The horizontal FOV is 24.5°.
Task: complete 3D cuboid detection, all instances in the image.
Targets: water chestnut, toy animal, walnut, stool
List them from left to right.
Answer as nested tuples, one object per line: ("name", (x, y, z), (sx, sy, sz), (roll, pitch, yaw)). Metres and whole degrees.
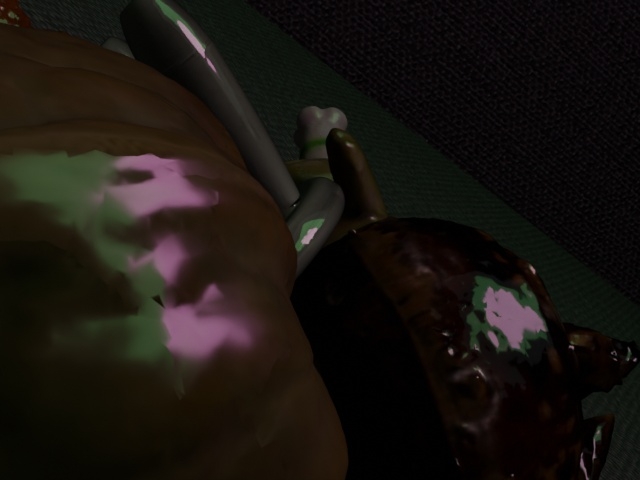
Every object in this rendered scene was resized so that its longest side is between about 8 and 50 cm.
("walnut", (-0.130, 0.059, 0.517), (0.285, 0.285, 0.296), (18, 47, -62))
("stool", (-0.114, -0.029, 0.974), (0.199, 0.195, 0.195), (47, -17, -11))
("toy animal", (-0.007, -0.004, 1.341), (0.180, 0.181, 0.363), (41, 10, -46))
("water chestnut", (0.089, 0.110, 0.994), (0.300, 0.300, 0.300), (39, 12, -11))

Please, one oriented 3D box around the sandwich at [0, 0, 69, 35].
("sandwich", (-0.206, -0.100, 0.798), (0.184, 0.109, 0.160), (16, -21, 6))
